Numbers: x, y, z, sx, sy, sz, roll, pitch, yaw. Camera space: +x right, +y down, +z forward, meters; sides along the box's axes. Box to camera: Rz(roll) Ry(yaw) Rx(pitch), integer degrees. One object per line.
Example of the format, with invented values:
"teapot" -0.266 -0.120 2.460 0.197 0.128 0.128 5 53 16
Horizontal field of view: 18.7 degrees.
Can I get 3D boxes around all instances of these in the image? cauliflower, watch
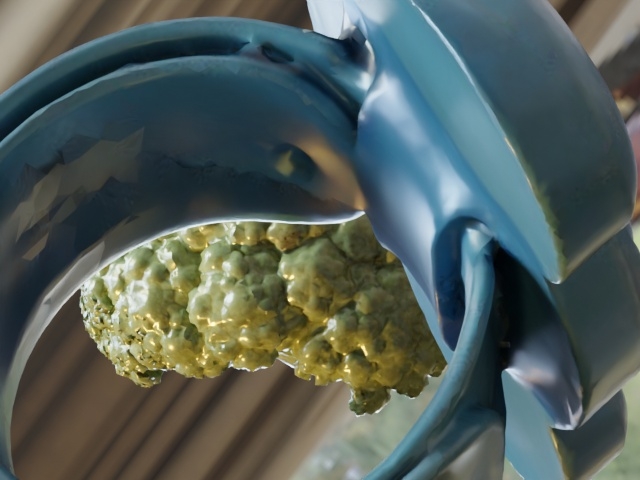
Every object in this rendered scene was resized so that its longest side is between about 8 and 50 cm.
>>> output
"cauliflower" 0.000 0.000 1.265 0.275 0.272 0.250 19 156 14
"watch" -0.019 0.016 0.543 0.211 0.193 0.211 59 170 18
